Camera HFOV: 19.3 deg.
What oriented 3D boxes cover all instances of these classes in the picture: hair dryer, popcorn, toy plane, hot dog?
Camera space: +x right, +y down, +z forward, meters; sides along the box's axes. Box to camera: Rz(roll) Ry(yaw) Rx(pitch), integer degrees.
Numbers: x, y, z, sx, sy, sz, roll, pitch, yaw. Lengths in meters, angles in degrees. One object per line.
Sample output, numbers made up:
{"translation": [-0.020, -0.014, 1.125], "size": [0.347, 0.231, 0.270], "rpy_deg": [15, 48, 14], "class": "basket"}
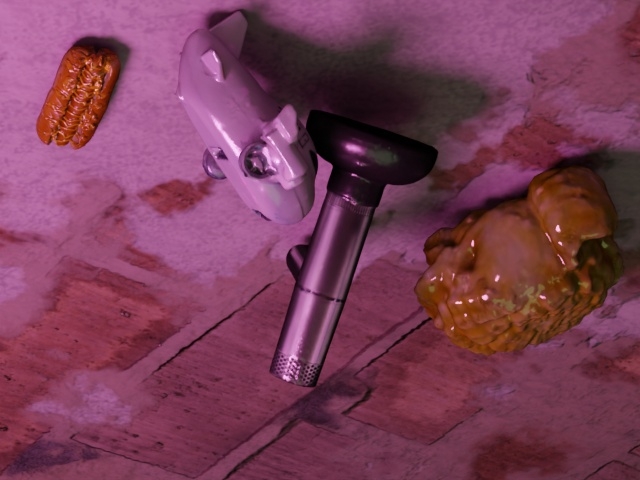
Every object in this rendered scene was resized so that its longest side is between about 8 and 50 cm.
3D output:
{"translation": [-0.009, -0.019, 2.271], "size": [0.156, 0.284, 0.320], "rpy_deg": [15, 107, -24], "class": "hair dryer"}
{"translation": [0.269, 0.033, 2.379], "size": [0.286, 0.173, 0.225], "rpy_deg": [-35, 150, 19], "class": "popcorn"}
{"translation": [-0.077, -0.129, 2.098], "size": [0.117, 0.245, 0.244], "rpy_deg": [-36, 146, -16], "class": "toy plane"}
{"translation": [-0.275, -0.164, 2.147], "size": [0.071, 0.045, 0.165], "rpy_deg": [12, 141, -18], "class": "hot dog"}
